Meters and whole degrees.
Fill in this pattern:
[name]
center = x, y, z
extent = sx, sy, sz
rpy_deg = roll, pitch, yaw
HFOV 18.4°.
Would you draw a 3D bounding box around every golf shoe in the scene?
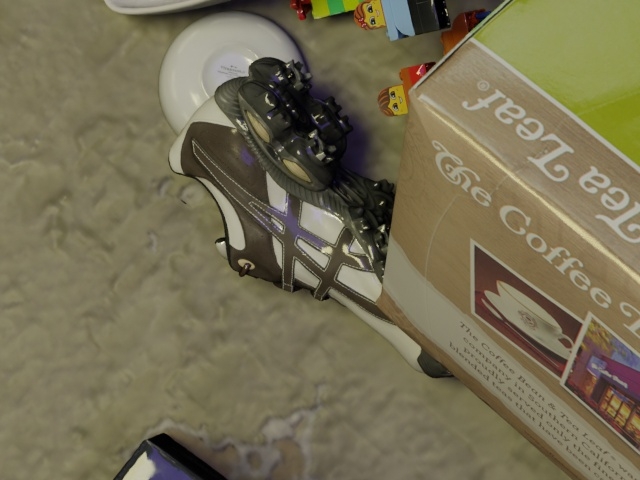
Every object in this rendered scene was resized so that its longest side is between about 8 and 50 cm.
[golf shoe]
center = 0.000, 0.000, 1.052
extent = 0.094, 0.077, 0.198
rpy_deg = -32, 99, 26

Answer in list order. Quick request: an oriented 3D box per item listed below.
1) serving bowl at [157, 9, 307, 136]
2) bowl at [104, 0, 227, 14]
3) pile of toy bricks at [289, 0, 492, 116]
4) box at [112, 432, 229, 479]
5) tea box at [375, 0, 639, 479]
[serving bowl]
center = -0.047, -0.086, 1.072
extent = 0.083, 0.027, 0.083
rpy_deg = 0, 85, -2
[bowl]
center = -0.054, -0.190, 1.047
extent = 0.142, 0.053, 0.142
rpy_deg = -8, 80, 39
[pile of toy bricks]
center = 0.030, -0.149, 1.056
extent = 0.105, 0.118, 0.212
rpy_deg = -11, 94, 28
[box]
center = -0.082, 0.183, 0.952
extent = 0.108, 0.207, 0.153
rpy_deg = 37, 83, 1
[tea box]
center = 0.253, -0.011, 0.917
extent = 0.329, 0.220, 0.323
rpy_deg = 42, 68, 17
